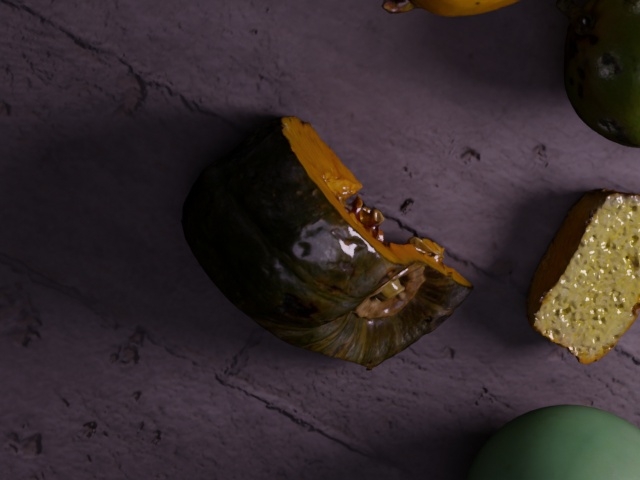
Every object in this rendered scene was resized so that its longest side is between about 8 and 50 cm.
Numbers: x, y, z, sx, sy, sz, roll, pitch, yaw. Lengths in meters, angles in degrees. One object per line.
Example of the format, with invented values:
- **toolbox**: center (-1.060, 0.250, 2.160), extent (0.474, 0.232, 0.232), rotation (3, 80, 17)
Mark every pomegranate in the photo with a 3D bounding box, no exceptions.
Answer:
- **pomegranate**: center (0.302, -0.149, 1.555), extent (0.156, 0.156, 0.220), rotation (-44, 141, 14)

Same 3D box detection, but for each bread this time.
- **bread**: center (0.269, 0.022, 1.655), extent (0.103, 0.065, 0.187), rotation (22, 111, -12)

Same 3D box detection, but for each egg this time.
- **egg**: center (0.247, 0.282, 1.680), extent (0.220, 0.220, 0.270), rotation (-23, 125, 5)

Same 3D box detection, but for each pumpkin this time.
- **pumpkin**: center (-0.001, 0.001, 1.613), extent (0.139, 0.190, 0.280), rotation (-43, 153, 13)

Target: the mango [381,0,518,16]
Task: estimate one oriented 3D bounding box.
- **mango**: center (0.168, -0.306, 1.481), extent (0.317, 0.119, 0.176), rotation (-39, 109, 2)
